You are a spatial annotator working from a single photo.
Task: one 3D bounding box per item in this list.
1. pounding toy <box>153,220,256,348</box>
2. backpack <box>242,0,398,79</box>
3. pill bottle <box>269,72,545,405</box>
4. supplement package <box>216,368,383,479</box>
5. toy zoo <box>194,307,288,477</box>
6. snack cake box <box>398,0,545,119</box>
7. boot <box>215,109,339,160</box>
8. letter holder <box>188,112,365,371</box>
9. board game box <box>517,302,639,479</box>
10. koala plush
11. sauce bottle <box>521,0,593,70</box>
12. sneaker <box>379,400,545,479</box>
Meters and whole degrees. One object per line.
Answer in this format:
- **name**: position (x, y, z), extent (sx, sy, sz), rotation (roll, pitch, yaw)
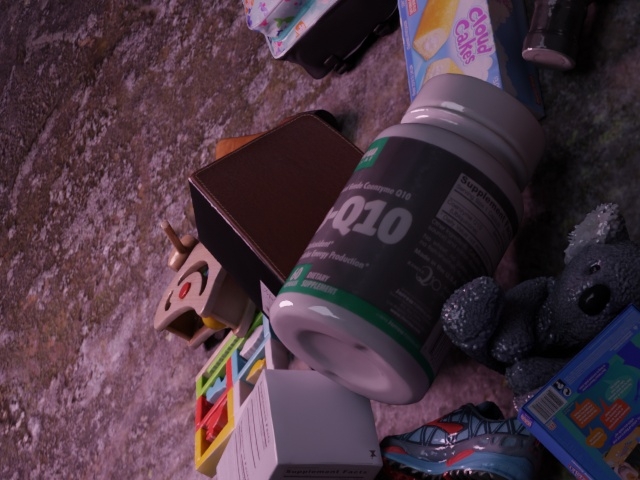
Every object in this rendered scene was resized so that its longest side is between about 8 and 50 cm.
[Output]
- **pounding toy**: position (-0.206, 0.073, 2.012), extent (0.154, 0.155, 0.269), rotation (-61, 21, -3)
- **backpack**: position (-0.012, -0.406, 2.040), extent (0.225, 0.191, 0.253), rotation (-42, 38, 30)
- **pill bottle**: position (0.111, -0.006, 1.555), extent (0.204, 0.204, 0.361), rotation (2, 53, 51)
- **supplement package**: position (-0.031, 0.281, 1.652), extent (0.244, 0.139, 0.134), rotation (116, 151, -47)
- **toy zoo**: position (-0.113, 0.206, 1.870), extent (0.192, 0.030, 0.293), rotation (-53, 19, 18)
- **snack cake box**: position (0.198, -0.250, 1.769), extent (0.152, 0.089, 0.264), rotation (-33, 48, 37)
- **boot**: position (-0.110, -0.066, 2.040), extent (0.280, 0.096, 0.264), rotation (-12, 62, 48)
- **letter holder**: position (0.000, 0.000, 1.770), extent (0.214, 0.152, 0.302), rotation (-33, 60, -19)
- **board game box**: position (0.321, 0.189, 1.282), extent (0.160, 0.047, 0.210), rotation (-40, 71, -12)
- **koala plush**: position (0.279, 0.080, 1.431), extent (0.221, 0.203, 0.196), rotation (-44, 73, 11)
- **sauce bottle**: position (0.323, -0.385, 1.669), extent (0.111, 0.111, 0.344), rotation (1, 71, 51)
- **sneaker**: position (0.171, 0.249, 1.552), extent (0.262, 0.104, 0.125), rotation (-5, 42, 54)
